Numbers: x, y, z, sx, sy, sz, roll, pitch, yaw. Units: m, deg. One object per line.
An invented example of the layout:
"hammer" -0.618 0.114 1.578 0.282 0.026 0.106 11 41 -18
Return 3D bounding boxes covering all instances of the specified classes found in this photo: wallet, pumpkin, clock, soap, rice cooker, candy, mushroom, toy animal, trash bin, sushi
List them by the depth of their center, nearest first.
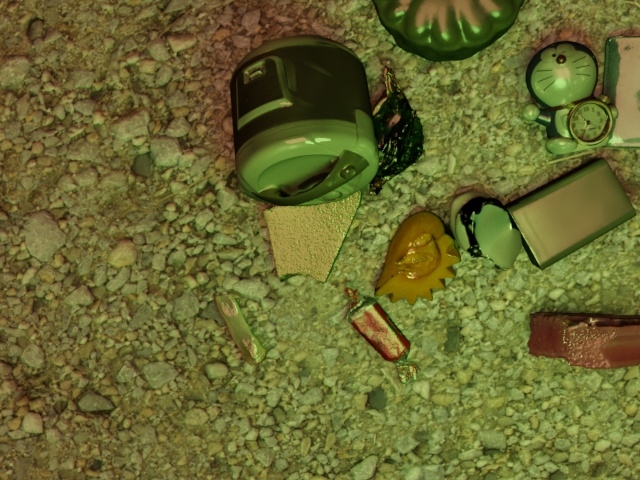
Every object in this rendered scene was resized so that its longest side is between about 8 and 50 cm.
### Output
"rice cooker" -0.043 -0.240 1.638 0.335 0.335 0.326 -10 69 10
"clock" 0.541 -0.317 1.660 0.199 0.146 0.244 -13 97 5
"wallet" 0.777 -0.327 1.665 0.290 0.054 0.252 1 94 11
"soap" 0.632 0.214 1.674 0.289 0.182 0.112 1 94 -24
"trash bin" 0.560 -0.061 1.693 0.240 0.122 0.164 -29 90 8
"toy animal" 0.360 -0.028 1.697 0.138 0.179 0.166 -13 106 -7
"sushi" 0.172 -0.242 1.727 0.149 0.140 0.287 19 99 14
"pumpkin" 0.244 0.036 1.772 0.130 0.149 0.254 25 127 -24
"candy" 0.143 0.221 1.815 0.086 0.059 0.292 -40 89 9
"mushroom" -0.202 0.221 1.881 0.059 0.054 0.202 -33 84 5

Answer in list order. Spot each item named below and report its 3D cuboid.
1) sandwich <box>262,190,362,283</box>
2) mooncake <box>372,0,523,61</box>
"sandwich" 0.000 0.000 1.822 0.244 0.063 0.212 -11 97 11
"mooncake" 0.282 -0.581 1.655 0.356 0.194 0.357 1 96 10
